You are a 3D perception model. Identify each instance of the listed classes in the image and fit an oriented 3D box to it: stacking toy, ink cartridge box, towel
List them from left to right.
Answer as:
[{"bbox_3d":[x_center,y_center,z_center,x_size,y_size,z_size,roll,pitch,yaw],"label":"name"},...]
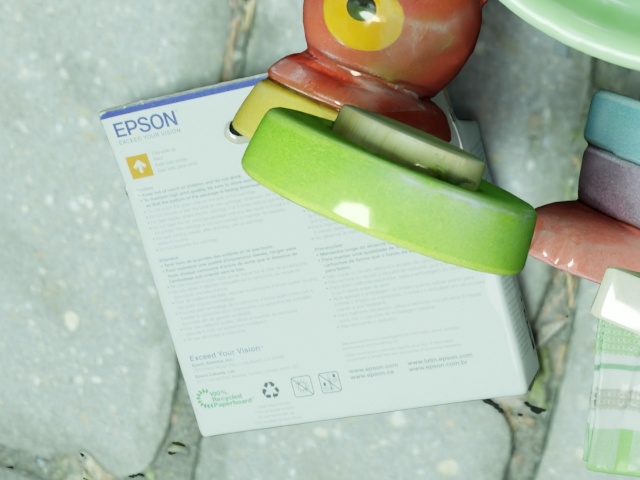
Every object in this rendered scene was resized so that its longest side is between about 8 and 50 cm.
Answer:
[{"bbox_3d":[0.000,0.000,0.975,0.223,0.045,0.224,-9,107,22],"label":"ink cartridge box"},{"bbox_3d":[0.111,-0.055,0.763,0.309,0.279,0.130,21,98,3],"label":"stacking toy"},{"bbox_3d":[0.215,0.079,0.945,0.113,0.023,0.152,10,114,16],"label":"towel"}]

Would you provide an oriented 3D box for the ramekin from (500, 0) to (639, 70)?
[{"bbox_3d":[0.192,-0.240,0.750,0.303,0.148,0.303,7,114,17],"label":"ramekin"}]
